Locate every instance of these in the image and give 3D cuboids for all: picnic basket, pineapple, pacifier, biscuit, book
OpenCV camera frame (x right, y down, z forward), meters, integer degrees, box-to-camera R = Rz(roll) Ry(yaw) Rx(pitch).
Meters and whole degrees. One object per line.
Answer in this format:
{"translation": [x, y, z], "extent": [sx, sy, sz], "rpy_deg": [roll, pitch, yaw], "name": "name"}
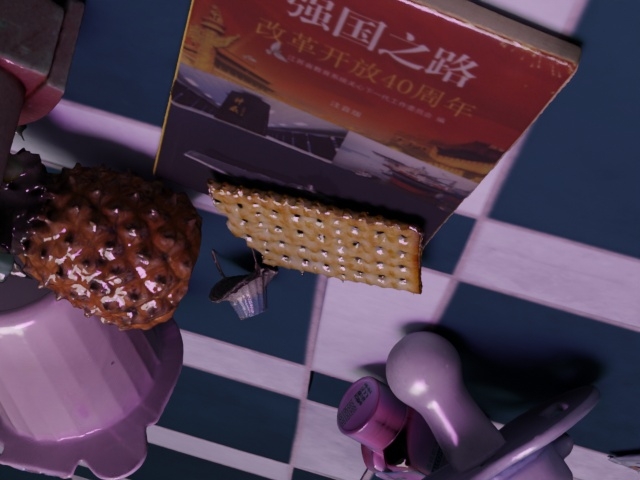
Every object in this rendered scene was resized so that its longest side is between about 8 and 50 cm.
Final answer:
{"translation": [-0.082, 0.043, 1.131], "extent": [0.065, 0.083, 0.083], "rpy_deg": [-14, 95, 48], "name": "picnic basket"}
{"translation": [-0.293, -0.028, 0.961], "extent": [0.364, 0.165, 0.165], "rpy_deg": [21, 154, -27], "name": "pineapple"}
{"translation": [0.155, 0.206, 1.170], "extent": [0.233, 0.299, 0.244], "rpy_deg": [58, 178, 2], "name": "pacifier"}
{"translation": [0.000, 0.001, 0.985], "extent": [0.203, 0.016, 0.144], "rpy_deg": [11, 153, 13], "name": "biscuit"}
{"translation": [0.008, -0.095, 0.847], "extent": [0.262, 0.028, 0.374], "rpy_deg": [22, 153, -5], "name": "book"}

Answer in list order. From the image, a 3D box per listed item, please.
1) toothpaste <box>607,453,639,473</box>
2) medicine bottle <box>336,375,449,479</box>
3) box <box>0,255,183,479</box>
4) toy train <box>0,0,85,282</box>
{"translation": [0.439, 0.268, 1.268], "extent": [0.056, 0.036, 0.205], "rpy_deg": [29, 155, -19], "name": "toothpaste"}
{"translation": [0.115, 0.247, 1.321], "extent": [0.188, 0.119, 0.094], "rpy_deg": [32, 151, -27], "name": "medicine bottle"}
{"translation": [-0.297, 0.105, 1.151], "extent": [0.262, 0.291, 0.206], "rpy_deg": [-25, 134, -8], "name": "box"}
{"translation": [-0.306, -0.093, 0.749], "extent": [0.221, 0.304, 0.150], "rpy_deg": [22, 155, -31], "name": "toy train"}
